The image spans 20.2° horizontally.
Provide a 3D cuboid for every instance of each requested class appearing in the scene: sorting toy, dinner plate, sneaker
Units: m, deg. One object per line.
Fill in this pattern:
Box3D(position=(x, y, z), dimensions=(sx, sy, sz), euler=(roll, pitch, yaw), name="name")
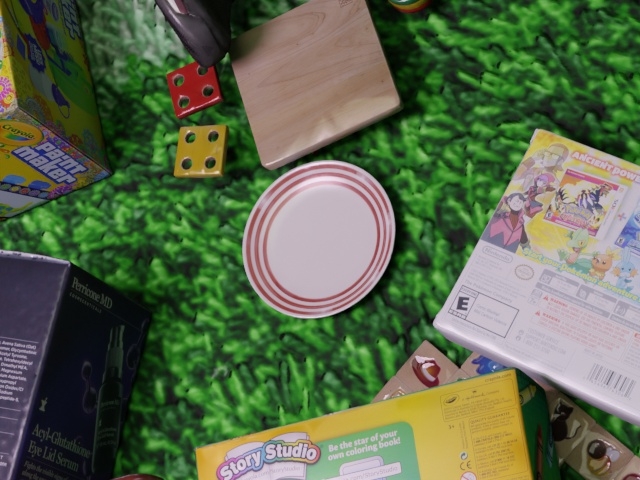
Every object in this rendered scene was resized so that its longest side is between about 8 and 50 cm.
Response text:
Box3D(position=(-0.008, -0.135, 1.569), dimensions=(0.274, 0.046, 0.132), euler=(-24, 64, 14), name="sorting toy")
Box3D(position=(0.000, 0.000, 1.535), dimensions=(0.141, 0.017, 0.141), euler=(-8, 68, 22), name="dinner plate")
Box3D(position=(-0.088, -0.287, 1.606), dimensions=(0.162, 0.106, 0.281), euler=(-27, 49, 6), name="sneaker")

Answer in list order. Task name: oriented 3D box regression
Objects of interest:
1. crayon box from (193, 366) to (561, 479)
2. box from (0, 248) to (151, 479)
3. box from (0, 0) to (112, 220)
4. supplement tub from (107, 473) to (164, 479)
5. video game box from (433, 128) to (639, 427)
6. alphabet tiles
Box3D(position=(0.047, 0.215, 1.392), dimensions=(0.278, 0.081, 0.165), euler=(-16, 66, 18), name="crayon box")
Box3D(position=(-0.244, 0.128, 1.520), dimensions=(0.108, 0.153, 0.207), euler=(7, 76, 25), name="box")
Box3D(position=(-0.375, -0.165, 1.669), dimensions=(0.279, 0.177, 0.290), euler=(-21, 65, 15), name="box")
Box3D(position=(-0.137, 0.294, 1.442), dimensions=(0.106, 0.106, 0.198), euler=(-32, 63, 11), name="supplement tub")
Box3D(position=(0.219, 0.030, 1.408), dimensions=(0.205, 0.048, 0.187), euler=(25, 82, 29), name="video game box")
Box3D(position=(0.126, 0.194, 1.417), dimensions=(0.237, 0.009, 0.198), euler=(41, 92, 30), name="alphabet tiles")
